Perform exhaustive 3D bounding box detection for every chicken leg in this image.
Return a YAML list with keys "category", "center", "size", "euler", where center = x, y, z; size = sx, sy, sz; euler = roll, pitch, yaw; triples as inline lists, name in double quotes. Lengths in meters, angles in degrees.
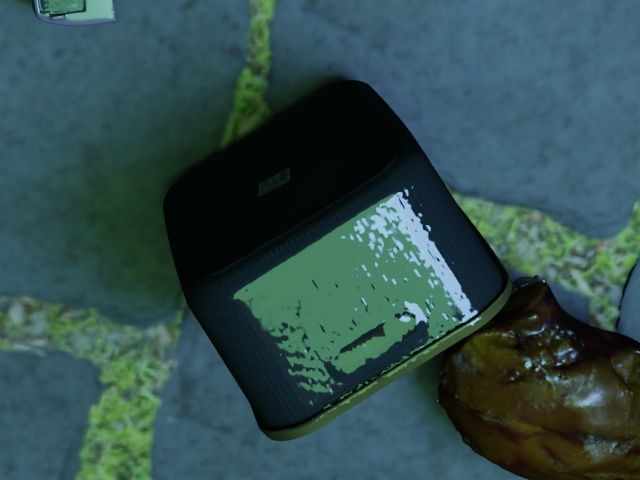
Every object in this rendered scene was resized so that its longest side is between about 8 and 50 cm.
- category: "chicken leg"
  center: [0.207, 0.117, 1.075]
  size: [0.304, 0.093, 0.113]
  euler: [22, 133, -22]

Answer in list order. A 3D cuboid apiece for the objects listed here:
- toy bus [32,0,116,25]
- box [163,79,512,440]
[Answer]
- category: "toy bus"
  center: [-0.132, -0.173, 0.920]
  size: [0.052, 0.037, 0.130]
  euler: [-9, 112, -6]
- category: "box"
  center: [0.000, 0.000, 0.929]
  size: [0.144, 0.201, 0.090]
  euler: [-31, 110, 3]
